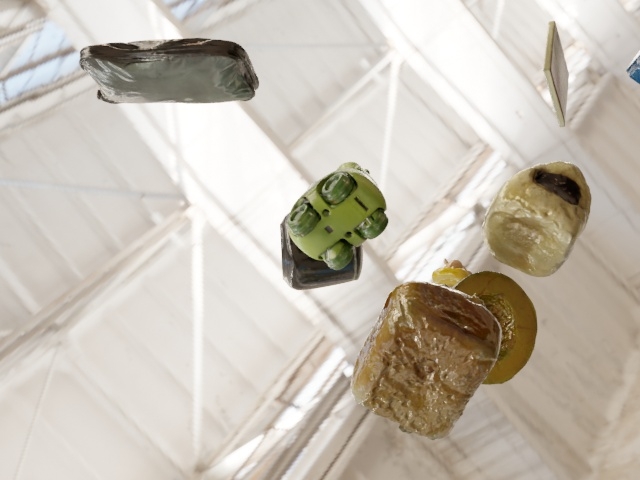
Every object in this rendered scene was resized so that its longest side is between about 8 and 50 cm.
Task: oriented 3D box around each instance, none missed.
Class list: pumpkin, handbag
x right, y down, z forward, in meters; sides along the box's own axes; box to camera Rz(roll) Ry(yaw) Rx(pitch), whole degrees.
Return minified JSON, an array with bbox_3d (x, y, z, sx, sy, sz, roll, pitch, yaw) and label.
[{"bbox_3d":[0.300,0.169,1.941,0.217,0.110,0.218,3,-96,-29],"label":"pumpkin"},{"bbox_3d":[-0.291,-0.313,1.897,0.191,0.332,0.075,61,-151,-68],"label":"handbag"}]

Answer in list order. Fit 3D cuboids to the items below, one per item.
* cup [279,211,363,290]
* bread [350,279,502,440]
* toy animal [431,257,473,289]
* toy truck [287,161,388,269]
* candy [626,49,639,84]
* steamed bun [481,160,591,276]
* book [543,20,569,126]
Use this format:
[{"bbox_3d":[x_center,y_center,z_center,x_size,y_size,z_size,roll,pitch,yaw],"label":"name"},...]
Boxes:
[{"bbox_3d":[0.000,0.000,2.145,0.176,0.169,0.223,-5,-138,0],"label":"cup"},{"bbox_3d":[0.168,0.187,1.632,0.195,0.246,0.176,27,-152,0],"label":"bread"},{"bbox_3d":[0.320,0.091,2.300,0.114,0.091,0.082,57,-140,-10],"label":"toy animal"},{"bbox_3d":[0.038,-0.070,1.913,0.148,0.187,0.211,43,-144,-21],"label":"toy truck"},{"bbox_3d":[0.610,-0.369,1.540,0.100,0.157,0.306,36,-107,5],"label":"candy"},{"bbox_3d":[0.344,-0.050,1.544,0.140,0.172,0.155,32,-119,11],"label":"steamed bun"},{"bbox_3d":[0.563,-0.399,2.388,0.232,0.022,0.162,-72,-34,-47],"label":"book"}]
